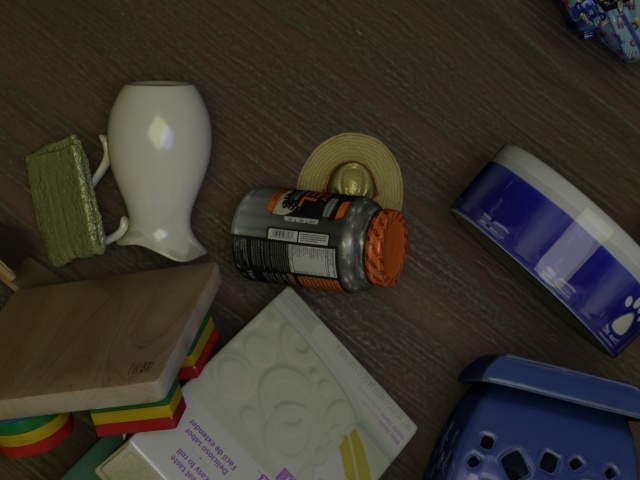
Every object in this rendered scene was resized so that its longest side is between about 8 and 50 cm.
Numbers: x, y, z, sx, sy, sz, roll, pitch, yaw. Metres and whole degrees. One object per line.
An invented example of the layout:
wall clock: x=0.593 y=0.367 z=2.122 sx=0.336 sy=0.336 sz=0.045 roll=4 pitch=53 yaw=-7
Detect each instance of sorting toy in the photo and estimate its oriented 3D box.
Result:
sorting toy: x=-0.249 y=0.136 z=1.636 sx=0.255 sy=0.257 sz=0.089 roll=-8 pitch=115 yaw=15

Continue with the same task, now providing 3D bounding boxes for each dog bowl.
dog bowl: x=0.279 y=0.013 z=1.743 sx=0.265 sy=0.265 sz=0.104 roll=42 pitch=91 yaw=-1

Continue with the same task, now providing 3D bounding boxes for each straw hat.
straw hat: x=0.038 y=-0.063 z=1.836 sx=0.144 sy=0.061 sz=0.144 roll=0 pitch=90 yaw=-3

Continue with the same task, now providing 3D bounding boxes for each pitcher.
pitcher: x=-0.218 y=-0.087 z=1.806 sx=0.177 sy=0.125 sz=0.207 roll=4 pitch=101 yaw=13

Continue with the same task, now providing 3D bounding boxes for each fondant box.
fondant box: x=-0.063 y=0.239 z=1.717 sx=0.238 sy=0.096 sz=0.330 roll=48 pitch=45 yaw=-1

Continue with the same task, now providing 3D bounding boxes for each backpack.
backpack: x=0.352 y=-0.287 z=1.808 sx=0.117 sy=0.158 sz=0.173 roll=-30 pitch=103 yaw=6

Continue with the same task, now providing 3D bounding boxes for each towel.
towel: x=-0.307 y=-0.047 z=1.811 sx=0.027 sy=0.110 sz=0.148 roll=-13 pitch=89 yaw=-46

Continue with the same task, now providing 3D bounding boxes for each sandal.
sandal: x=-0.342 y=0.087 z=1.824 sx=0.079 sy=0.088 sz=0.240 roll=-36 pitch=101 yaw=32

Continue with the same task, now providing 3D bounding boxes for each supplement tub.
supplement tub: x=0.000 y=0.000 z=1.775 sx=0.190 sy=0.117 sz=0.117 roll=6 pitch=90 yaw=23

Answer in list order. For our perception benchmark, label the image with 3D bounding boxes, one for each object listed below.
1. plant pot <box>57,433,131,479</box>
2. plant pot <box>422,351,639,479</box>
plant pot: x=-0.253 y=0.333 z=1.777 sx=0.234 sy=0.166 sz=0.165 roll=-41 pitch=91 yaw=7
plant pot: x=0.254 y=0.252 z=1.762 sx=0.236 sy=0.236 sz=0.212 roll=15 pitch=84 yaw=-1
